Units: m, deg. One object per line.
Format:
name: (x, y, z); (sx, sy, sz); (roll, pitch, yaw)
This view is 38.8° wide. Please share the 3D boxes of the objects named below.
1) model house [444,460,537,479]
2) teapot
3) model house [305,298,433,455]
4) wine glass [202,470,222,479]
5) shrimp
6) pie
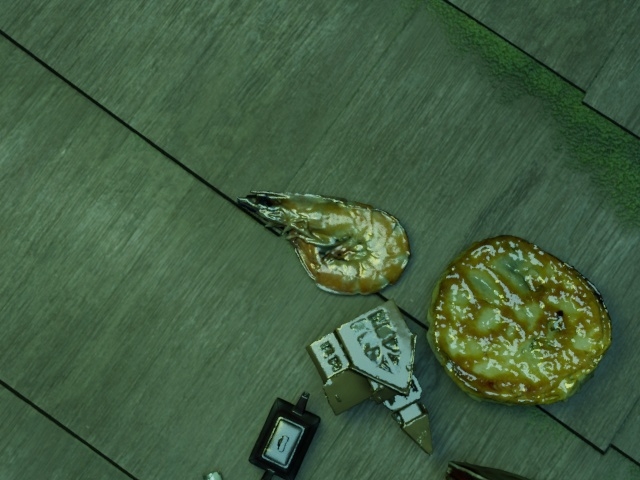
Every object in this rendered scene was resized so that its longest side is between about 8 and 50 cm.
model house: (0.334, 0.539, 1.436); (0.317, 0.297, 0.283); (19, 90, -36)
teapot: (-0.060, 0.331, 1.492); (0.087, 0.096, 0.177); (25, 82, 2)
model house: (0.102, 0.244, 1.467); (0.176, 0.181, 0.248); (-28, 81, -5)
wine glass: (-0.172, 0.425, 1.505); (0.038, 0.042, 0.083); (-11, 75, -41)
shrimp: (0.000, 0.000, 1.565); (0.316, 0.062, 0.164); (16, 84, -1)
pie: (0.330, 0.136, 1.541); (0.315, 0.092, 0.315); (1, 76, -3)
